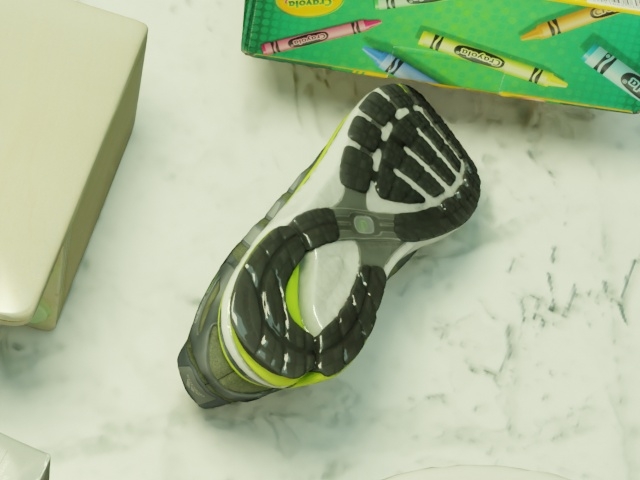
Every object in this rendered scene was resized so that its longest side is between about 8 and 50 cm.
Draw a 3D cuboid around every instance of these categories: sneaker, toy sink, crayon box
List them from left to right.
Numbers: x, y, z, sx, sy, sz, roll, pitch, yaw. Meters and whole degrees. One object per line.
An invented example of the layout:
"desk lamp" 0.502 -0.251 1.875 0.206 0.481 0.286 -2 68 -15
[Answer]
"toy sink" -0.219 -0.036 1.175 0.153 0.131 0.234 17 57 -1
"sneaker" 0.000 0.000 1.206 0.111 0.121 0.300 52 45 -8
"crayon box" 0.089 -0.180 1.290 0.278 0.081 0.165 8 34 -5

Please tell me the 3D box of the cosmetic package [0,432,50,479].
"cosmetic package" -0.281 0.135 1.080 0.238 0.127 0.107 21 62 3

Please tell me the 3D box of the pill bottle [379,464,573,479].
"pill bottle" 0.048 0.310 0.875 0.224 0.392 0.224 8 42 -7
